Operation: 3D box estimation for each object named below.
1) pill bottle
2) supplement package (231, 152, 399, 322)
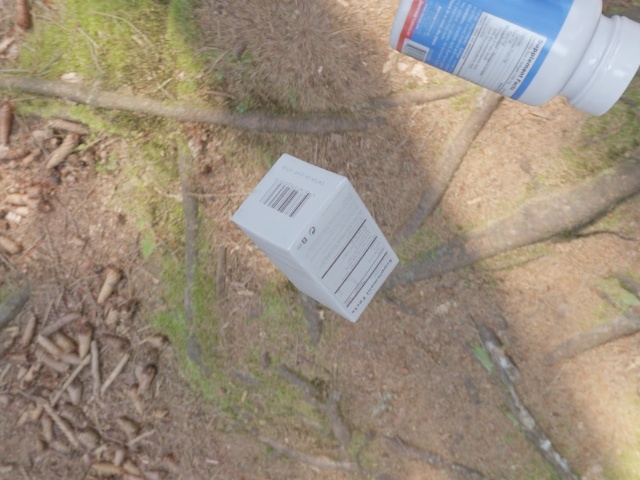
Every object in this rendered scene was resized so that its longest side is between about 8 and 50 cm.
[{"bbox_3d":[0.191,-0.207,0.591,0.222,0.124,0.124,23,107,3],"label":"pill bottle"},{"bbox_3d":[0.000,0.000,0.722,0.105,0.105,0.179,-53,140,-13],"label":"supplement package"}]
